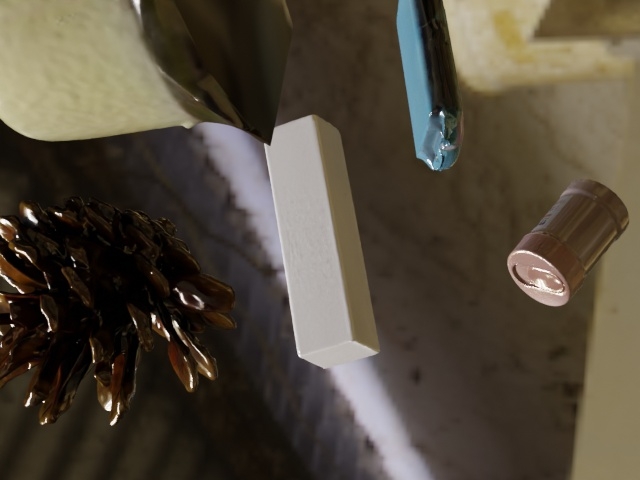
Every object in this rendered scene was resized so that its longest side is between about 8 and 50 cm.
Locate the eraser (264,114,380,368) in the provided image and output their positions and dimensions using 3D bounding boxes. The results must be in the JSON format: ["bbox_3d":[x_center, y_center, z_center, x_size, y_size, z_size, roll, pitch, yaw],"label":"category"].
[{"bbox_3d":[0.000,0.000,2.165,0.076,0.078,0.298,30,-134,-59],"label":"eraser"}]

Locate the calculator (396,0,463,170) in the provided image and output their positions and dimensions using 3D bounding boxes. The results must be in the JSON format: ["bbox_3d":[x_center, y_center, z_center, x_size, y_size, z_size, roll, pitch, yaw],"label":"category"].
[{"bbox_3d":[0.147,-0.237,2.424,0.173,0.051,0.293,97,166,-69],"label":"calculator"}]

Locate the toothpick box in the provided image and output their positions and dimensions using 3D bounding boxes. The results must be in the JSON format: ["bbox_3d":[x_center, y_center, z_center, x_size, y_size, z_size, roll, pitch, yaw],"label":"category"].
[{"bbox_3d":[0.326,0.002,2.332,0.149,0.098,0.098,-47,-49,-28],"label":"toothpick box"}]

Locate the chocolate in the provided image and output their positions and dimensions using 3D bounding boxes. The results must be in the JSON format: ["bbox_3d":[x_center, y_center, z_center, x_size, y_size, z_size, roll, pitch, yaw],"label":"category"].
[{"bbox_3d":[-0.216,-0.234,1.711,0.326,0.297,0.314,56,-155,-31],"label":"chocolate"}]

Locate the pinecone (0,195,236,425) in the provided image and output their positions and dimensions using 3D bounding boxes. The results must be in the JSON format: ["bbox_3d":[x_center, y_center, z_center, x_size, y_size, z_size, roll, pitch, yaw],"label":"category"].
[{"bbox_3d":[-0.197,0.063,1.511,0.201,0.229,0.202,-40,-35,-47],"label":"pinecone"}]
